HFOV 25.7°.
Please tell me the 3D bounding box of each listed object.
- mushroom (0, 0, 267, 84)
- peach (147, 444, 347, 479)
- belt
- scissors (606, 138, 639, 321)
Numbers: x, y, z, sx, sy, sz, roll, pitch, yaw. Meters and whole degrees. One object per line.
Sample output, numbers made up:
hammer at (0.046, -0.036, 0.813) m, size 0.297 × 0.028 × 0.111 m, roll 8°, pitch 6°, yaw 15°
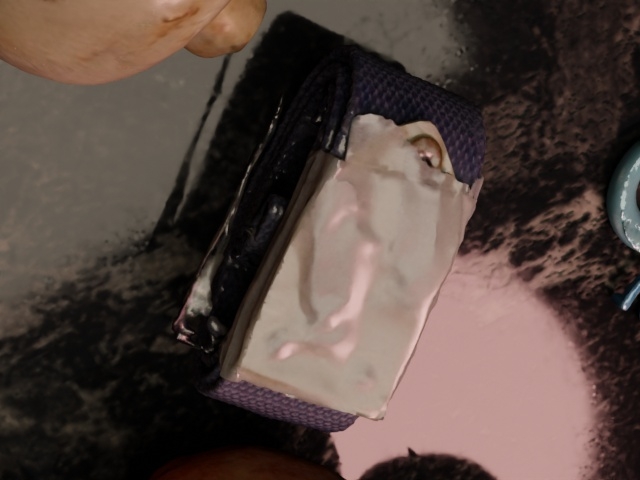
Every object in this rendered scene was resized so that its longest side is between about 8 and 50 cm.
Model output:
mushroom at (-0.100, -0.172, 0.758) m, size 0.207 × 0.207 × 0.215 m, roll -49°, pitch 144°, yaw 3°
peach at (-0.041, 0.256, 0.887) m, size 0.232 × 0.257 × 0.232 m, roll 6°, pitch 60°, yaw -11°
belt at (0.000, 0.000, 0.848) m, size 0.126 × 0.139 × 0.230 m, roll 21°, pitch 102°, yaw -21°
scissors at (0.363, -0.074, 0.985) m, size 0.393 × 0.032 × 0.180 m, roll -38°, pitch 113°, yaw -2°
